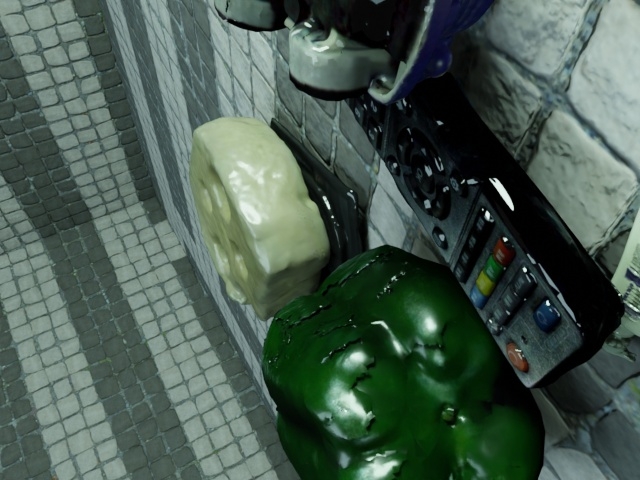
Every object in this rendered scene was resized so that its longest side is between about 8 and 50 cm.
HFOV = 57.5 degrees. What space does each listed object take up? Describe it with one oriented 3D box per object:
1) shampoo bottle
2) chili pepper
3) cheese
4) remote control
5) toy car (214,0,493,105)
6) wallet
[{"bbox_3d":[0.200,0.027,0.358,0.049,0.034,0.141,44,153,34],"label":"shampoo bottle"},{"bbox_3d":[0.067,0.146,0.550,0.248,0.233,0.257,58,171,-5],"label":"chili pepper"},{"bbox_3d":[-0.100,-0.024,0.884,0.326,0.115,0.317,40,144,55],"label":"cheese"},{"bbox_3d":[0.087,-0.080,0.458,0.144,0.062,0.398,85,159,-63],"label":"remote control"},{"bbox_3d":[0.027,-0.204,0.352,0.235,0.158,0.172,52,153,30],"label":"toy car"},{"bbox_3d":[0.000,0.000,0.880,0.247,0.041,0.322,51,159,43],"label":"wallet"}]
